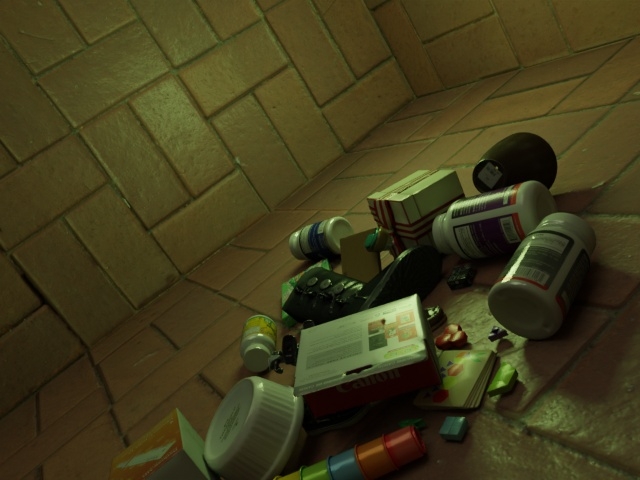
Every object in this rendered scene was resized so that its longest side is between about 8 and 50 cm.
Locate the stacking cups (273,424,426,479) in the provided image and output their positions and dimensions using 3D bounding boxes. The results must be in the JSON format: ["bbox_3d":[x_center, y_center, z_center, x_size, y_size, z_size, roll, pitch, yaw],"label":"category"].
[{"bbox_3d":[0.063,0.471,1.198,0.316,0.096,0.096,-25,19,10],"label":"stacking cups"}]

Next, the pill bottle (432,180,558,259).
[{"bbox_3d":[0.482,-0.047,1.662,0.323,0.181,0.181,-14,26,46],"label":"pill bottle"}]

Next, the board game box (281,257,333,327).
[{"bbox_3d":[-0.044,0.185,2.190,0.213,0.046,0.317,-32,18,7],"label":"board game box"}]

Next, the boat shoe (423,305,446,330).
[{"bbox_3d":[0.228,0.223,1.569,0.207,0.073,0.073,-29,17,10],"label":"boat shoe"}]

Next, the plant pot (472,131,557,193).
[{"bbox_3d":[0.558,-0.207,1.775,0.215,0.215,0.230,-15,2,45],"label":"plant pot"}]

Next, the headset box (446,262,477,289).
[{"bbox_3d":[0.399,0.098,1.667,0.062,0.032,0.083,-17,22,40],"label":"headset box"}]

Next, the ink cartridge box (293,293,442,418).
[{"bbox_3d":[0.107,0.281,1.358,0.309,0.130,0.272,-19,21,12],"label":"ink cartridge box"}]

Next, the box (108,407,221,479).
[{"bbox_3d":[-0.378,0.579,1.436,0.215,0.168,0.345,-38,10,-14],"label":"box"}]

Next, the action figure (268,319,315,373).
[{"bbox_3d":[-0.059,0.315,1.650,0.185,0.099,0.285,-17,-22,-7],"label":"action figure"}]

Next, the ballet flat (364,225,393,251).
[{"bbox_3d":[0.187,0.002,1.818,0.232,0.073,0.080,140,148,-87],"label":"ballet flat"}]

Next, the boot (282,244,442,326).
[{"bbox_3d":[0.117,0.141,1.853,0.367,0.146,0.445,-42,20,-23],"label":"boot"}]

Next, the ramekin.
[{"bbox_3d":[-0.167,0.451,1.414,0.273,0.127,0.273,-46,22,25],"label":"ramekin"}]

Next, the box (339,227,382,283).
[{"bbox_3d":[0.136,0.072,1.986,0.164,0.201,0.021,-18,-21,42],"label":"box"}]

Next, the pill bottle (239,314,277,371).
[{"bbox_3d":[-0.203,0.338,1.937,0.117,0.117,0.208,-31,17,8],"label":"pill bottle"}]

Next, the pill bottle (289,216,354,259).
[{"bbox_3d":[0.000,0.000,2.427,0.265,0.153,0.153,-14,25,46],"label":"pill bottle"}]

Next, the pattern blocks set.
[{"bbox_3d":[0.300,0.303,1.301,0.325,0.026,0.285,-43,20,-30],"label":"pattern blocks set"}]

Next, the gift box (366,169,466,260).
[{"bbox_3d":[0.311,-0.070,1.938,0.258,0.255,0.276,-30,12,-19],"label":"gift box"}]

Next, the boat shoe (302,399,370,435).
[{"bbox_3d":[0.023,0.406,1.418,0.183,0.083,0.065,-27,19,20],"label":"boat shoe"}]

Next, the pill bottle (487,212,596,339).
[{"bbox_3d":[0.507,0.072,1.335,0.161,0.161,0.283,-11,27,50],"label":"pill bottle"}]
